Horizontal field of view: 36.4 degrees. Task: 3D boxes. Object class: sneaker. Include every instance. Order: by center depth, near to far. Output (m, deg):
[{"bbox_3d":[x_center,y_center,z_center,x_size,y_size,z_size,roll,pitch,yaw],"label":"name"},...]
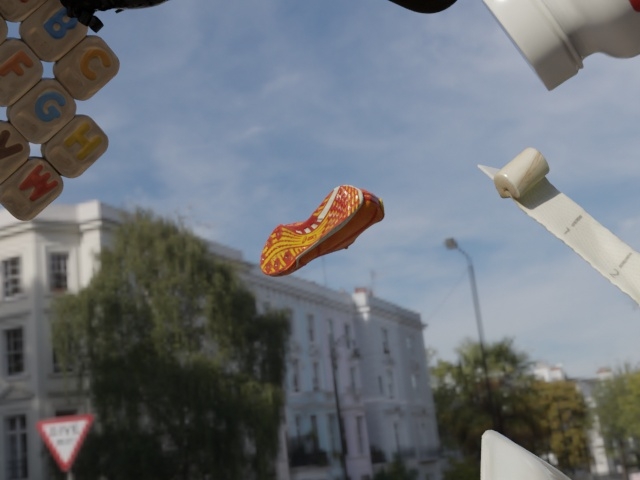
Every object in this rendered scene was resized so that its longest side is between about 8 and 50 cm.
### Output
[{"bbox_3d":[0.000,0.000,1.089,0.175,0.064,0.067,-29,-35,36],"label":"sneaker"}]

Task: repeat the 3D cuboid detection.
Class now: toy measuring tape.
[{"bbox_3d":[0.252,0.037,0.592,0.121,0.330,0.121,-43,-14,-14],"label":"toy measuring tape"}]

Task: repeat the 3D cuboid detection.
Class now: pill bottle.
[{"bbox_3d":[0.397,-0.370,1.175,0.407,0.229,0.229,-36,-23,14],"label":"pill bottle"}]

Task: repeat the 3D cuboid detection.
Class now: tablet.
[{"bbox_3d":[0.227,-0.070,1.125,0.083,0.006,0.054,12,21,-24],"label":"tablet"}]

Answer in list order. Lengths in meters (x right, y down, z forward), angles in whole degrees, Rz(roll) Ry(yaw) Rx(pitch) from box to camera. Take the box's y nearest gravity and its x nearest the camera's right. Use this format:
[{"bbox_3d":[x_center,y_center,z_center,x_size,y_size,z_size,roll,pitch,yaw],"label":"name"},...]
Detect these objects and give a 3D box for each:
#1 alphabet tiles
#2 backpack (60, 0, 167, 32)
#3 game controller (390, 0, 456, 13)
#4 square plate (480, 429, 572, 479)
[{"bbox_3d":[-0.359,-0.156,1.035,0.021,0.278,0.284,32,-17,53],"label":"alphabet tiles"},{"bbox_3d":[-0.196,-0.301,0.976,0.182,0.115,0.152,5,-39,32],"label":"backpack"},{"bbox_3d":[0.031,-0.319,0.855,0.319,0.067,0.166,15,-54,-33],"label":"game controller"},{"bbox_3d":[0.206,0.331,0.600,0.049,0.347,0.344,-21,-42,33],"label":"square plate"}]
